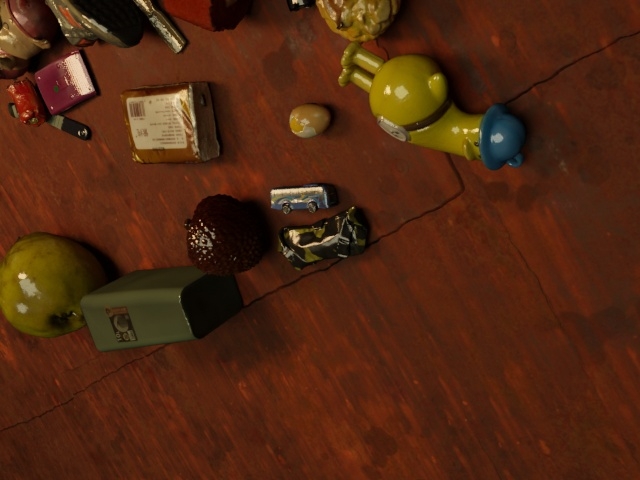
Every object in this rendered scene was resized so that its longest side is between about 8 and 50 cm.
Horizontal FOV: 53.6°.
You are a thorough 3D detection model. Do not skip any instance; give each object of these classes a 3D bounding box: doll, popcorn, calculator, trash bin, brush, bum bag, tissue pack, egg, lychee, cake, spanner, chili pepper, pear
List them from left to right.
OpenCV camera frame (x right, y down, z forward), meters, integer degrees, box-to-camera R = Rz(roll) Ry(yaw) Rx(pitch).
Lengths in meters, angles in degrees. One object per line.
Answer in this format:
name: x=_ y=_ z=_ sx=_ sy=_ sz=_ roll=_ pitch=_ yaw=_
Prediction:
doll: x=-0.781 y=-0.528 z=1.607 sx=0.255 sy=0.152 sz=0.196 roll=-31 pitch=104 yaw=33
chili pepper: x=-0.789 y=-0.366 z=1.706 sx=0.070 sy=0.073 sz=0.123 roll=-33 pitch=79 yaw=56
pear: x=-0.777 y=0.110 z=1.795 sx=0.375 sy=0.287 sz=0.287 roll=45 pitch=127 yaw=27
spanner: x=-0.748 y=-0.344 z=1.739 sx=0.315 sy=0.024 sz=0.087 roll=23 pitch=112 yaw=23
calculator: x=-0.667 y=-0.407 z=1.648 sx=0.190 sy=0.034 sz=0.127 roll=-15 pitch=102 yaw=31
brush: x=-0.385 y=-0.532 z=1.429 sx=0.248 sy=0.036 sz=0.043 roll=50 pitch=131 yaw=-3
trash bin: x=-0.399 y=0.160 z=1.597 sx=0.343 sy=0.223 sz=0.158 roll=-10 pitch=103 yaw=33
tissue pack: x=-0.350 y=-0.271 z=1.473 sx=0.226 sy=0.092 sz=0.183 roll=3 pitch=110 yaw=30
cake: x=-0.209 y=-0.548 z=1.208 sx=0.150 sy=0.177 sz=0.283 roll=29 pitch=142 yaw=23
lychee: x=-0.224 y=-0.009 z=1.445 sx=0.194 sy=0.194 sz=0.195 roll=12 pitch=115 yaw=28
egg: x=-0.019 y=-0.244 z=1.286 sx=0.083 sy=0.071 sz=0.071 roll=-2 pitch=108 yaw=32
bum bag: x=0.000 y=0.000 z=1.378 sx=0.232 sy=0.060 sz=0.107 roll=-17 pitch=90 yaw=34
popcorn: x=0.065 y=-0.425 z=1.119 sx=0.167 sy=0.152 sz=0.149 roll=20 pitch=121 yaw=53
doll: x=0.201 y=-0.231 z=1.129 sx=0.363 sy=0.145 sz=0.199 roll=32 pitch=163 yaw=7

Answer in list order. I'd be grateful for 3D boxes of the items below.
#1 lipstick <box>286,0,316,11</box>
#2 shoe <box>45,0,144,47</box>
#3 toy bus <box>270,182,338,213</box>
lipstick: x=-0.082 y=-0.639 z=1.166 sx=0.077 sy=0.077 sz=0.419 roll=-9 pitch=102 yaw=34
shoe: x=-0.541 y=-0.510 z=1.472 sx=0.336 sy=0.132 sz=0.171 roll=44 pitch=138 yaw=20
toy bus: x=-0.038 y=-0.092 z=1.372 sx=0.153 sy=0.051 sz=0.061 roll=-1 pitch=102 yaw=33
